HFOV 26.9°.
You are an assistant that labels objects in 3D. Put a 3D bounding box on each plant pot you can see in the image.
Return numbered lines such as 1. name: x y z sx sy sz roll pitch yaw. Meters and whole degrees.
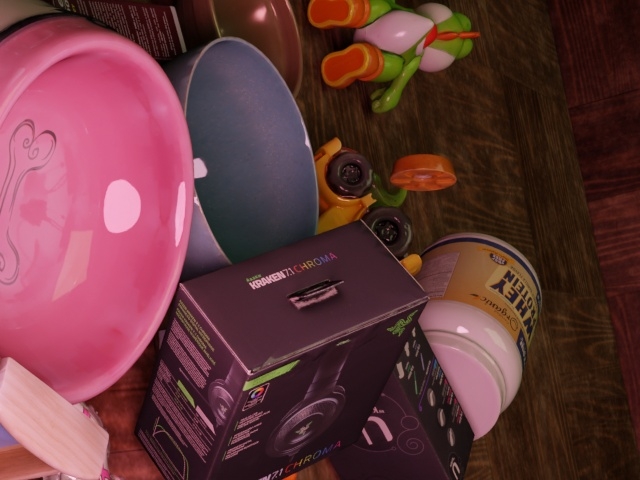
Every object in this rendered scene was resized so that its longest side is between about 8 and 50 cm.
1. plant pot: -0.128 -0.280 1.806 0.237 0.109 0.237 38 45 -52
2. plant pot: -0.156 -0.071 1.542 0.290 0.195 0.290 33 52 -56

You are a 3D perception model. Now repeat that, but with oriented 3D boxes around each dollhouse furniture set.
1. dollhouse furniture set: -0.292 0.299 1.097 0.286 0.198 0.303 48 38 -42

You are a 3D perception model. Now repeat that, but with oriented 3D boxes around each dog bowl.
1. dog bowl: -0.264 -0.027 1.216 0.408 0.150 0.408 -30 125 -56

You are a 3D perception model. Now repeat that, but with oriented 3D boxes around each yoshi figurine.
1. yoshi figurine: 0.114 -0.341 2.299 0.203 0.203 0.362 43 31 27

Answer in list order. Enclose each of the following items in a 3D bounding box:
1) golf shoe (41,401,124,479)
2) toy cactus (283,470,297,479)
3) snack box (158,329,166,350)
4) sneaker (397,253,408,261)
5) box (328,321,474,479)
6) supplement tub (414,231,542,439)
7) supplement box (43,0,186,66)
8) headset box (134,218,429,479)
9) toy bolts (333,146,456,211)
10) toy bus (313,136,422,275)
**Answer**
1. golf shoe: -0.250 0.234 1.356 0.186 0.067 0.086 68 29 -16
2. toy cactus: -0.087 0.250 1.601 0.219 0.112 0.180 41 22 1
3. snack box: -0.109 0.121 1.605 0.100 0.141 0.037 28 53 -56
4. sneaker: 0.121 -0.010 2.240 0.098 0.038 0.069 64 26 -42
5. box: 0.088 0.237 1.902 0.270 0.165 0.143 62 29 -25
6. supplement tub: 0.221 0.155 2.136 0.228 0.228 0.316 64 29 -22
7. supplement box: -0.266 -0.215 1.480 0.239 0.130 0.073 -13 88 -64
8. headset box: -0.043 0.130 1.435 0.246 0.283 0.131 -19 56 -36
9. toy bolts: 0.079 -0.039 2.016 0.228 0.218 0.158 15 68 -40
10. toy bus: 0.000 0.000 1.851 0.220 0.211 0.149 58 -14 6
